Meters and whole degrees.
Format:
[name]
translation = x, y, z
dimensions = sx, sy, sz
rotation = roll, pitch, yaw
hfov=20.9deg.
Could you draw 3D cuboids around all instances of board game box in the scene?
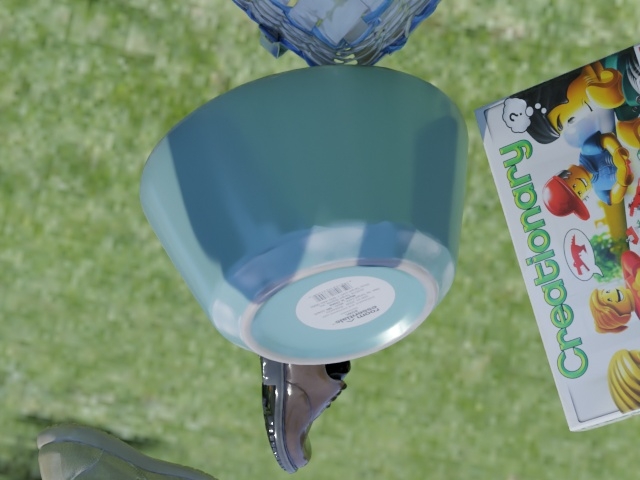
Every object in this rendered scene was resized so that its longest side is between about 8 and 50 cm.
[board game box]
translation = 0.268, -0.006, 1.514
dimensions = 0.193, 0.305, 0.053
rotation = -22, 167, 25

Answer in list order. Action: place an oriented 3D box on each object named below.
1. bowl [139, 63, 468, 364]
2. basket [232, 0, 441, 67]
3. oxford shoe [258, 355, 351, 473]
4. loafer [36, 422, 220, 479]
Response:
[bowl]
translation = 0.000, 0.000, 1.566
dimensions = 0.312, 0.163, 0.311
rotation = -9, 148, -6
[basket]
translation = 0.032, -0.282, 1.632
dimensions = 0.201, 0.255, 0.289
rotation = 41, -179, 4
[oxford shoe]
translation = -0.014, 0.157, 1.777
dimensions = 0.096, 0.082, 0.227
rotation = -7, 135, -7
[loafer]
translation = -0.201, 0.282, 1.878
dimensions = 0.268, 0.092, 0.102
rotation = 28, 149, -33
